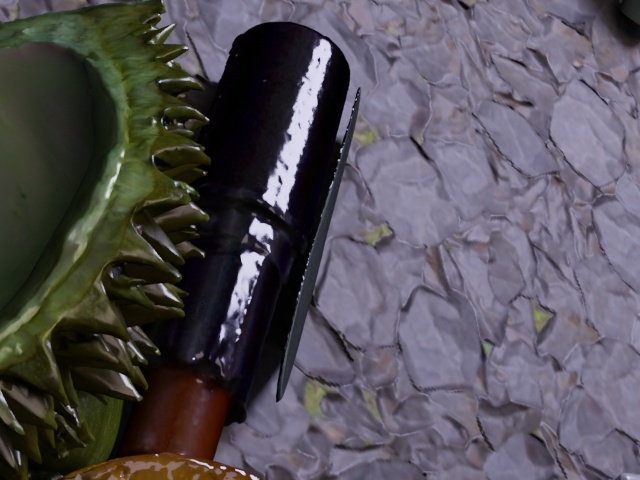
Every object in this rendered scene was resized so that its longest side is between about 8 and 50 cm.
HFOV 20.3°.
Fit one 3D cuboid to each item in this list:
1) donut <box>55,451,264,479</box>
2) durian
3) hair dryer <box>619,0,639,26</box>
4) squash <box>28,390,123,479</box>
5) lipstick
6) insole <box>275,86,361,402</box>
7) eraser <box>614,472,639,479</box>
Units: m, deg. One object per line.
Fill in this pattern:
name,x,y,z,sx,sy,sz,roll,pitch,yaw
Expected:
donut,-0.079,0.185,0.835,0.190,0.074,0.174,10,85,-24
durian,-0.190,0.029,0.758,0.394,0.163,0.198,-34,87,-17
hair dryer,0.219,-0.237,1.313,0.154,0.106,0.054,38,24,10
squash,-0.128,0.019,0.907,0.069,0.069,0.258,16,58,-32
lipstick,-0.049,0.006,0.969,0.081,0.081,0.299,33,52,-21
insole,0.001,0.000,1.022,0.003,0.080,0.232,12,48,4
eraser,0.325,0.273,1.126,0.397,0.082,0.213,11,60,-34
